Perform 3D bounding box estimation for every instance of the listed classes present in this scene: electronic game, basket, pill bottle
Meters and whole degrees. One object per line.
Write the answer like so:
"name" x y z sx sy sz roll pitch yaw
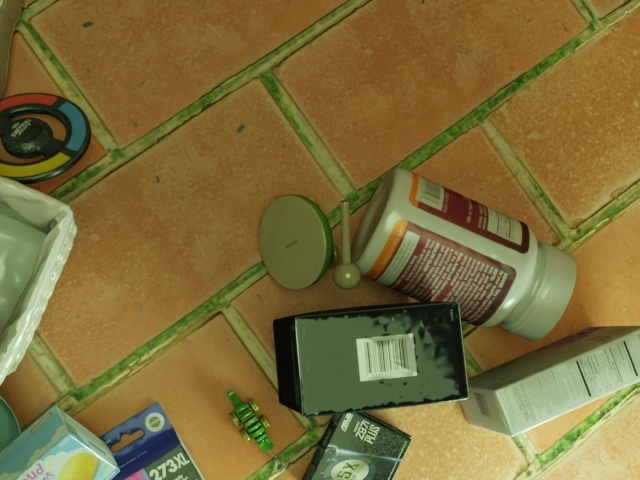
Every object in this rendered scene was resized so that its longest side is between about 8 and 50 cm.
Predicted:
"electronic game" -0.537 -0.190 1.703 0.229 0.048 0.229 1 51 -1
"basket" -0.628 0.040 1.607 0.328 0.266 0.331 22 83 -8
"pill bottle" 0.274 0.034 1.797 0.392 0.224 0.224 24 82 -7

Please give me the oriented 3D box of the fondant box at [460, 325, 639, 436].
"fondant box" 0.454 0.266 1.804 0.330 0.238 0.096 -19 88 -12

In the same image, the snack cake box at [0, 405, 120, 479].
"snack cake box" -0.510 0.436 1.640 0.264 0.089 0.152 -42 132 -4

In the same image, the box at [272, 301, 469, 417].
"box" 0.078 0.212 1.710 0.297 0.294 0.182 -4 84 -11

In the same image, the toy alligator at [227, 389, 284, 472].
"toy alligator" -0.120 0.369 1.783 0.056 0.051 0.189 -33 92 -11

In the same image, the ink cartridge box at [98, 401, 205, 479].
"ink cartridge box" -0.286 0.506 1.740 0.176 0.069 0.370 -31 89 -11

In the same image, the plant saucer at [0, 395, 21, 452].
"plant saucer" -0.685 0.335 1.616 0.318 0.043 0.317 -6 122 -9

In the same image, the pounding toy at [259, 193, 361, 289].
"pounding toy" 0.000 0.000 1.783 0.110 0.237 0.182 -9 100 -46

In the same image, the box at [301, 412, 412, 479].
"box" 0.069 0.425 1.801 0.147 0.077 0.180 29 81 -7

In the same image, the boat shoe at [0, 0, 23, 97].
"boat shoe" -0.634 -0.357 1.715 0.096 0.112 0.335 7 72 7
